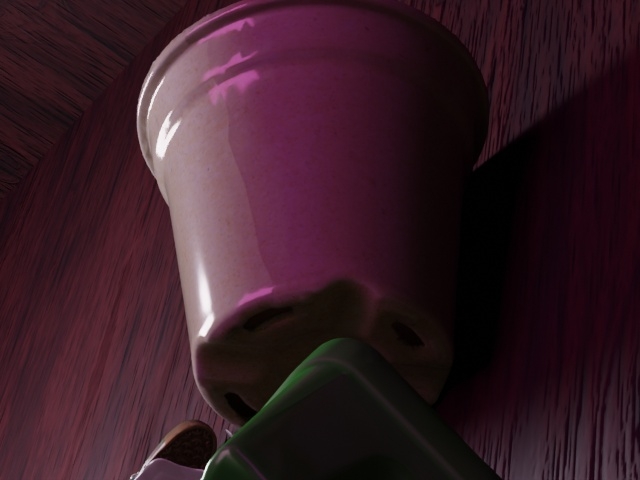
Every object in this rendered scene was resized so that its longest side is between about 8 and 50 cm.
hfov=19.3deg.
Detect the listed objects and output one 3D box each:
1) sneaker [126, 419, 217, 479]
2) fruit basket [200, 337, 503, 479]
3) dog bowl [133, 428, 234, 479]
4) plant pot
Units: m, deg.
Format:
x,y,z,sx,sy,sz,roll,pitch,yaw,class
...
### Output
x,y,z,sx,sy,sz,roll,pitch,yaw,class
-0.184,0.264,2.000,0.192,0.064,0.086,-59,24,3,sneaker
0.059,0.271,1.132,0.283,0.392,0.392,-50,21,17,fruit basket
-0.137,0.345,1.714,0.349,0.102,0.349,-47,21,24,dog bowl
0.000,0.000,1.679,0.334,0.334,0.305,-42,36,35,plant pot
